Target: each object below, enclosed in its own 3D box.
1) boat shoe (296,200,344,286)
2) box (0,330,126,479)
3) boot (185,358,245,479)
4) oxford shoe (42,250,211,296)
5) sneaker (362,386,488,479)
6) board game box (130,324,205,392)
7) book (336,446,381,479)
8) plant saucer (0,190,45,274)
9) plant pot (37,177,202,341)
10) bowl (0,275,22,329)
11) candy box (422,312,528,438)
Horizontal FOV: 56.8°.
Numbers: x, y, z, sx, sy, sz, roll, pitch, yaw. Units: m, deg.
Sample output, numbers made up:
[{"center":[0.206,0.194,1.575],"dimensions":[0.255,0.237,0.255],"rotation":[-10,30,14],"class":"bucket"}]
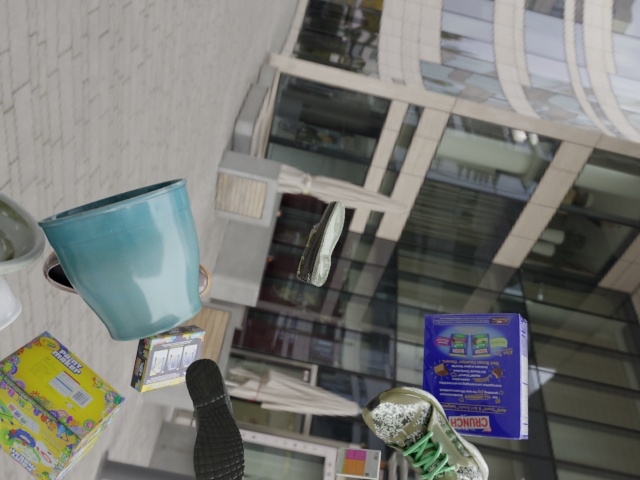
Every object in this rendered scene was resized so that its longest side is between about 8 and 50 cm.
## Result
[{"center":[0.000,0.000,1.517],"dimensions":[0.081,0.069,0.227],"rotation":[32,74,-60],"class":"boat shoe"},{"center":[-0.733,0.455,1.590],"dimensions":[0.279,0.290,0.177],"rotation":[-51,178,31],"class":"box"},{"center":[-0.175,0.336,1.047],"dimensions":[0.161,0.084,0.246],"rotation":[89,-12,-65],"class":"boot"},{"center":[-0.422,0.090,1.318],"dimensions":[0.133,0.364,0.129],"rotation":[-162,-103,-71],"class":"oxford shoe"},{"center":[0.258,0.479,1.305],"dimensions":[0.158,0.410,0.182],"rotation":[-44,-160,9],"class":"sneaker"},{"center":[-0.375,0.289,1.463],"dimensions":[0.170,0.048,0.141],"rotation":[2,105,-54],"class":"board game box"},{"center":[0.134,0.778,2.071],"dimensions":[0.035,0.144,0.096],"rotation":[66,29,-52],"class":"book"},{"center":[-0.714,-0.026,1.058],"dimensions":[0.100,0.401,0.400],"rotation":[-59,-171,13],"class":"plant saucer"},{"center":[-0.350,0.042,1.124],"dimensions":[0.271,0.272,0.255],"rotation":[-97,172,-78],"class":"plant pot"},{"center":[-0.861,0.128,1.361],"dimensions":[0.298,0.298,0.134],"rotation":[-89,177,-70],"class":"bowl"},{"center":[0.417,0.364,1.604],"dimensions":[0.122,0.268,0.317],"rotation":[30,61,-54],"class":"candy box"}]
